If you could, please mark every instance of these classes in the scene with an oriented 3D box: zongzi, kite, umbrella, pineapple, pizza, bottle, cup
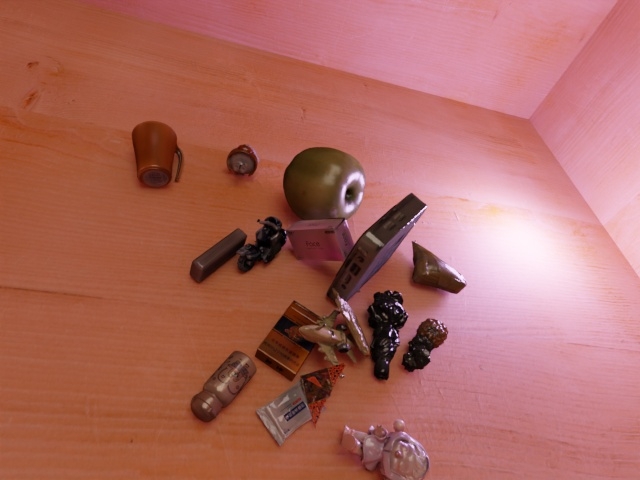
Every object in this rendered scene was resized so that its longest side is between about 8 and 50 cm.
[{"bbox_3d":[0.512,0.113,1.820,0.228,0.115,0.256,18,35,-11],"label":"zongzi"},{"bbox_3d":[-0.014,0.456,1.292,0.125,0.008,0.222,20,69,28],"label":"kite"},{"bbox_3d":[0.226,0.327,1.494,0.154,0.128,0.337,28,48,1],"label":"umbrella"},{"bbox_3d":[0.377,0.385,1.503,0.111,0.119,0.237,29,45,24],"label":"pineapple"},{"bbox_3d":[0.109,0.281,1.445,0.034,0.181,0.262,-28,95,5],"label":"pizza"},{"bbox_3d":[-0.294,0.431,1.213,0.110,0.097,0.209,4,34,36],"label":"bottle"},{"bbox_3d":[-0.681,-0.354,1.736,0.226,0.182,0.264,24,43,-46],"label":"cup"}]

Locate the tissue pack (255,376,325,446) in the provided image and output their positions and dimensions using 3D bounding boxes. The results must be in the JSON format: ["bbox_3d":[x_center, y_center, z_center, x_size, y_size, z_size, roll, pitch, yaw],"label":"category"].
[{"bbox_3d":[-0.087,0.519,1.259,0.193,0.026,0.122,-25,63,-37],"label":"tissue pack"}]

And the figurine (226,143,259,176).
[{"bbox_3d":[-0.357,-0.374,1.903,0.143,0.143,0.271,13,13,-10],"label":"figurine"}]

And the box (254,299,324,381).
[{"bbox_3d":[-0.093,0.335,1.397,0.152,0.070,0.237,31,45,8],"label":"box"}]

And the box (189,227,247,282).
[{"bbox_3d":[-0.373,0.052,1.513,0.055,0.103,0.243,39,47,9],"label":"box"}]

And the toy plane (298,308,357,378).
[{"bbox_3d":[0.033,0.327,1.369,0.256,0.104,0.242,38,38,-41],"label":"toy plane"}]

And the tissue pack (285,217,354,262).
[{"bbox_3d":[0.000,0.000,1.597,0.246,0.149,0.092,-2,30,40],"label":"tissue pack"}]

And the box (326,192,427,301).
[{"bbox_3d":[0.208,0.036,1.557,0.111,0.396,0.396,40,47,13],"label":"box"}]

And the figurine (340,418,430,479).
[{"bbox_3d":[0.192,0.626,1.206,0.275,0.133,0.200,20,57,3],"label":"figurine"}]

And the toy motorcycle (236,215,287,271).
[{"bbox_3d":[-0.222,0.004,1.585,0.106,0.159,0.270,22,39,29],"label":"toy motorcycle"}]

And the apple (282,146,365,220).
[{"bbox_3d":[0.010,-0.232,1.769,0.357,0.357,0.357,11,47,-12],"label":"apple"}]
